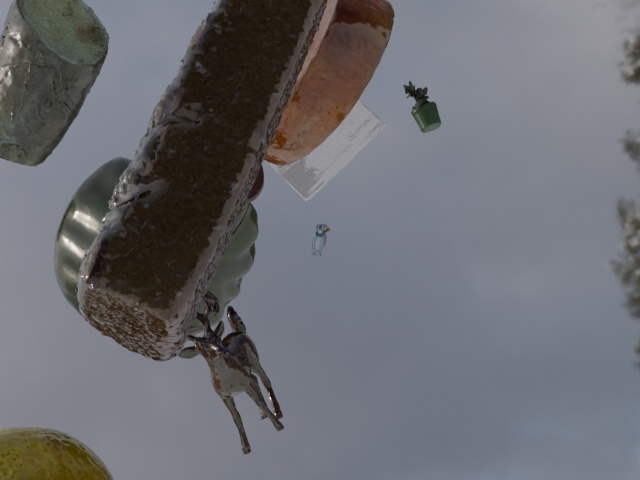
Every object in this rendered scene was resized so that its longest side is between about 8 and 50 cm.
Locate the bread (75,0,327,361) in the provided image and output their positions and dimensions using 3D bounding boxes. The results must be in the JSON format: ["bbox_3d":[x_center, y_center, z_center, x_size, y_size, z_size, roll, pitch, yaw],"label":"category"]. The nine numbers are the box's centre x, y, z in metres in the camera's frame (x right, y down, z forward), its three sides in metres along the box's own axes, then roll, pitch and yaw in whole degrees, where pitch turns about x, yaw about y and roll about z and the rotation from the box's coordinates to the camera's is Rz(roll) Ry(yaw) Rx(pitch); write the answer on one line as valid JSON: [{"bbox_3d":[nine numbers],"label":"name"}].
[{"bbox_3d":[-0.102,-0.100,1.169,0.113,0.416,0.165,23,-23,-3],"label":"bread"}]

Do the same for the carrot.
[{"bbox_3d":[-0.018,-0.241,1.814,0.100,0.258,0.307,31,-54,-19],"label":"carrot"}]

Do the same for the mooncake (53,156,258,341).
[{"bbox_3d":[-0.270,0.022,2.087,0.351,0.187,0.351,-34,-40,-35],"label":"mooncake"}]

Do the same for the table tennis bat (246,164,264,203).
[{"bbox_3d":[-0.117,-0.115,1.649,0.098,0.154,0.019,15,-33,-22],"label":"table tennis bat"}]

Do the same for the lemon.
[{"bbox_3d":[-0.452,0.427,1.822,0.336,0.336,0.336,-19,-20,-7],"label":"lemon"}]

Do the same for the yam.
[{"bbox_3d":[-0.403,-0.220,1.758,0.154,0.154,0.254,5,-55,-51],"label":"yam"}]

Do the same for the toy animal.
[{"bbox_3d":[-0.141,0.178,1.831,0.087,0.260,0.243,-26,10,1],"label":"toy animal"}]

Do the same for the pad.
[{"bbox_3d":[0.001,-0.209,2.518,0.232,0.156,0.004,-44,-3,-7],"label":"pad"}]

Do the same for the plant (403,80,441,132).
[{"bbox_3d":[0.189,-0.253,2.319,0.051,0.102,0.051,-21,-13,-5],"label":"plant"}]

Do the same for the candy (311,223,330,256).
[{"bbox_3d":[0.001,0.000,2.316,0.030,0.020,0.083,12,-45,4],"label":"candy"}]
